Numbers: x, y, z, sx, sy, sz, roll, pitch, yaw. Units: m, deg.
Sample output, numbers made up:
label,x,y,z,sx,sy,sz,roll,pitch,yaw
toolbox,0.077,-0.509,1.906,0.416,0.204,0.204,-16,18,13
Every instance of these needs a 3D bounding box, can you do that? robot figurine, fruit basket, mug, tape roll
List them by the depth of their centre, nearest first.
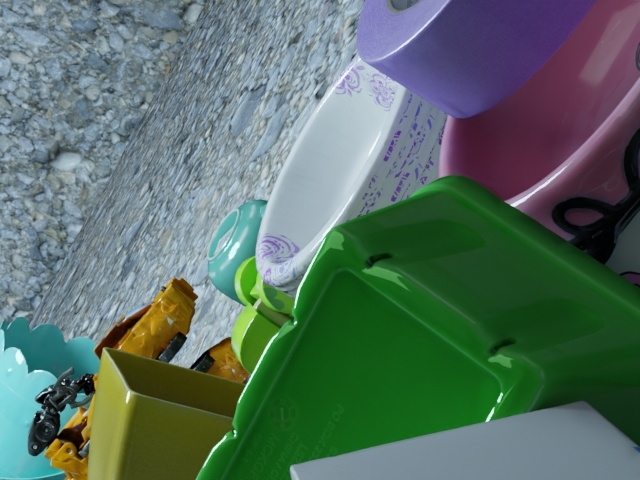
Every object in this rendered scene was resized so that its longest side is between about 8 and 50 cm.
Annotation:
label,x,y,z,sx,sy,sz,roll,pitch,yaw
fruit basket,0.082,0.155,1.041,0.283,0.392,0.392,36,98,30
tape roll,0.139,-0.233,1.179,0.275,0.090,0.275,-52,18,24
robot figurine,-0.210,0.196,1.825,0.291,0.211,0.085,-48,8,13
mug,-0.074,0.003,1.900,0.158,0.097,0.129,-60,17,3

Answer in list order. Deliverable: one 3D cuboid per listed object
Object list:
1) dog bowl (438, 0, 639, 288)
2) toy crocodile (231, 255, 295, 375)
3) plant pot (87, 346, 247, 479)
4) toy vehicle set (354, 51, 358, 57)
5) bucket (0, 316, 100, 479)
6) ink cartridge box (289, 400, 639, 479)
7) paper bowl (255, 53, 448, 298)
label,x,y,z,sx,sy,sz,roll,pitch,yaw
dog bowl,0.242,-0.125,1.116,0.408,0.150,0.408,-53,18,26
toy crocodile,0.000,0.000,1.716,0.340,0.105,0.115,-59,16,-12
plant pot,-0.130,0.240,1.525,0.212,0.212,0.187,-154,81,-73
toy vehicle set,0.100,-0.216,1.866,0.267,0.035,0.166,-34,31,56
bucket,-0.341,0.242,2.012,0.183,0.281,0.281,-63,17,5
ink cartridge box,0.095,0.226,0.753,0.171,0.168,0.233,-137,37,-74
paper bowl,0.067,-0.053,1.500,0.284,0.148,0.284,-51,19,26
